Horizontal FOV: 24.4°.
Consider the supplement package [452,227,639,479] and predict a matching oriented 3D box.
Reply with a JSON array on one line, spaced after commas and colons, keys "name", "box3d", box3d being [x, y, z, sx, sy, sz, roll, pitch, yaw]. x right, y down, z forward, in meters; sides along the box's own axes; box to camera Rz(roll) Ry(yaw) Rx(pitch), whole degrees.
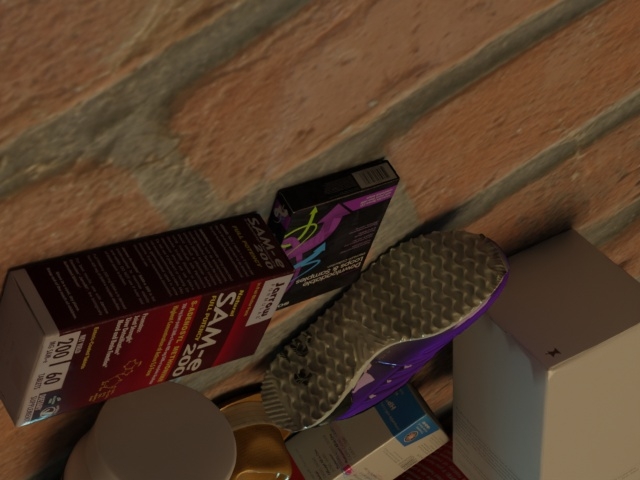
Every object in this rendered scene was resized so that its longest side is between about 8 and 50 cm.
[{"name": "supplement package", "box3d": [0.268, 0.170, 1.692, 0.175, 0.177, 0.293, -23, 133, -22]}]

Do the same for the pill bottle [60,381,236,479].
[{"name": "pill bottle", "box3d": [-0.184, 0.272, 1.461, 0.161, 0.161, 0.283, -14, 148, -34]}]

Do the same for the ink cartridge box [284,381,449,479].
[{"name": "ink cartridge box", "box3d": [0.029, 0.260, 1.775, 0.231, 0.078, 0.134, -35, 153, 2]}]

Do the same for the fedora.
[{"name": "fedora", "box3d": [-0.088, 0.241, 1.611, 0.194, 0.079, 0.194, -26, 152, -15]}]

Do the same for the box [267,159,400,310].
[{"name": "box", "box3d": [0.000, 0.000, 1.360, 0.116, 0.029, 0.162, -19, 151, -28]}]

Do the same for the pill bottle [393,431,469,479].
[{"name": "pill bottle", "box3d": [0.167, 0.383, 1.942, 0.407, 0.229, 0.229, -21, 151, -31]}]

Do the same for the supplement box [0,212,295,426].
[{"name": "supplement box", "box3d": [-0.151, 0.065, 1.249, 0.239, 0.073, 0.130, -15, 148, -34]}]

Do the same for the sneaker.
[{"name": "sneaker", "box3d": [0.079, 0.093, 1.542, 0.293, 0.102, 0.146, -37, 158, 16]}]
